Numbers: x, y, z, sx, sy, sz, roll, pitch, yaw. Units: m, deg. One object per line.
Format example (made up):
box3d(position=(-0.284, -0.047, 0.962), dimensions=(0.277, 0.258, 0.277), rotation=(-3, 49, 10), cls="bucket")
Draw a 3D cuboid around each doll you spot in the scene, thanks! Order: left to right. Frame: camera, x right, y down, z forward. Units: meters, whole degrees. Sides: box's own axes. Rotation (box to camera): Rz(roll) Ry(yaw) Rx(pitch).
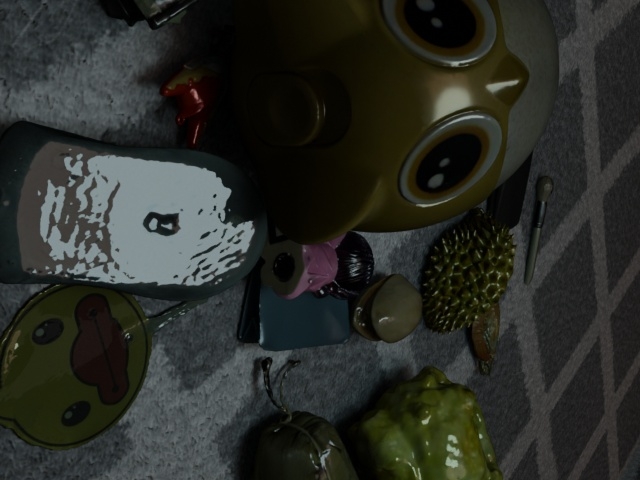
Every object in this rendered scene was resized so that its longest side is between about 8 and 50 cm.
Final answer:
box3d(position=(-0.155, -0.218, 0.905), dimensions=(0.109, 0.057, 0.169), rotation=(71, 32, -54), cls="doll")

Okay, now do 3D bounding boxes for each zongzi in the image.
box3d(position=(-0.079, 0.463, 1.094), dimensions=(0.418, 0.181, 0.447), rotation=(-41, 126, -32), cls="zongzi")

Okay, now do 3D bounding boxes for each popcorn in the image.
box3d(position=(0.202, 0.411, 1.329), dimensions=(0.312, 0.312, 0.312), rotation=(-16, 112, -45), cls="popcorn")

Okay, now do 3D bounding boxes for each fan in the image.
box3d(position=(-0.282, 0.142, 0.894), dimensions=(0.335, 0.011, 0.229), rotation=(-30, 121, -39), cls="fan")

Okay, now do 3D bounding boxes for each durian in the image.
box3d(position=(0.325, 0.056, 1.448), dimensions=(0.166, 0.172, 0.306), rotation=(68, 40, -65), cls="durian")

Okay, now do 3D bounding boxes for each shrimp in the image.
box3d(position=(0.397, 0.232, 1.646), dimensions=(0.115, 0.051, 0.217), rotation=(-16, 113, -38), cls="shrimp")

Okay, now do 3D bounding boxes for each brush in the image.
box3d(position=(0.574, -0.022, 1.777), dimensions=(0.042, 0.039, 0.299), rotation=(4, 102, -5), cls="brush")

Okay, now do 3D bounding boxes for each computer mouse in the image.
box3d(position=(-0.237, -0.029, 0.815), dimensions=(0.371, 0.122, 0.188), rotation=(8, 92, -42), cls="computer mouse")

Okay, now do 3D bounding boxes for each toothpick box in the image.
box3d(position=(0.094, -0.209, 0.905), dimensions=(0.425, 0.409, 0.409), rotation=(-26, 119, -45), cls="toothpick box")

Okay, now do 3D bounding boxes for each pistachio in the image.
box3d(position=(0.122, 0.128, 1.252), dimensions=(0.185, 0.124, 0.124), rotation=(-11, 109, -61), cls="pistachio")

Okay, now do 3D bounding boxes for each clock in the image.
box3d(position=(0.000, 0.000, 1.074), dimensions=(0.195, 0.100, 0.194), rotation=(8, 73, -49), cls="clock")

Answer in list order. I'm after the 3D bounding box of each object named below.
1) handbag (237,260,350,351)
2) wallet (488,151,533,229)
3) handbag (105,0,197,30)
box3d(position=(-0.036, 0.107, 1.132), dimensions=(0.221, 0.057, 0.144), rotation=(5, 90, -47), cls="handbag")
box3d(position=(0.453, -0.134, 1.608), dimensions=(0.168, 0.052, 0.245), rotation=(-22, 123, -47), cls="wallet")
box3d(position=(-0.170, -0.447, 0.745), dimensions=(0.327, 0.162, 0.325), rotation=(-49, 130, -20), cls="handbag")
